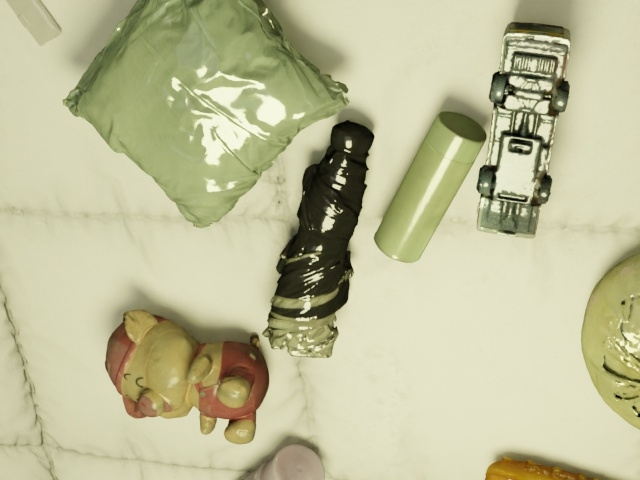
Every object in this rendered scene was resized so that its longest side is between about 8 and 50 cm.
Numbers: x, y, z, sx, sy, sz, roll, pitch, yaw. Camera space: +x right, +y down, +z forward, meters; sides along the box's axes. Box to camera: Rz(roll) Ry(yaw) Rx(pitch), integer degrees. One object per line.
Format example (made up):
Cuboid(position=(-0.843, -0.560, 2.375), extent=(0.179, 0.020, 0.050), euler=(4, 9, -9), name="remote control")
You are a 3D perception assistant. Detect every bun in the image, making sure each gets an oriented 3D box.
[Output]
Cuboid(position=(0.475, 0.151, 1.210), extent=(0.287, 0.146, 0.287), euler=(7, 123, 11), name="bun")

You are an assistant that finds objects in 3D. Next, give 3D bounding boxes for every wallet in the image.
Cuboid(position=(-0.390, -0.307, 1.271), extent=(0.044, 0.011, 0.083), euler=(-24, 111, 27), name="wallet")

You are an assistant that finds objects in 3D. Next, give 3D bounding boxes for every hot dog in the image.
Cuboid(position=(0.376, 0.400, 1.425), extent=(0.269, 0.072, 0.115), euler=(16, 122, 5), name="hot dog")

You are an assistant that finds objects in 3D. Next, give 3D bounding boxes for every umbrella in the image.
Cuboid(position=(0.006, 0.000, 1.301), extent=(0.113, 0.106, 0.358), euler=(13, 115, -3), name="umbrella")

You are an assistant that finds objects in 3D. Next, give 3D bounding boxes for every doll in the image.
Cuboid(position=(-0.211, 0.211, 1.440), extent=(0.256, 0.152, 0.196), euler=(16, 109, 12), name="doll")

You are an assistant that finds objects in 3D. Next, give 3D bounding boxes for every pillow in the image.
Cuboid(position=(-0.154, -0.181, 1.202), extent=(0.283, 0.138, 0.310), euler=(41, 119, -10), name="pillow")

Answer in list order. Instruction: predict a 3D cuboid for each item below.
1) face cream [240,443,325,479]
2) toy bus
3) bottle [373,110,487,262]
Cuboid(position=(-0.085, 0.441, 1.582), extent=(0.154, 0.096, 0.274), euler=(30, 136, -5), name="face cream")
Cuboid(position=(0.245, -0.133, 1.135), extent=(0.092, 0.106, 0.268), euler=(9, 123, 11), name="toy bus")
Cuboid(position=(0.141, -0.067, 1.222), extent=(0.072, 0.072, 0.201), euler=(26, 123, 0), name="bottle")
